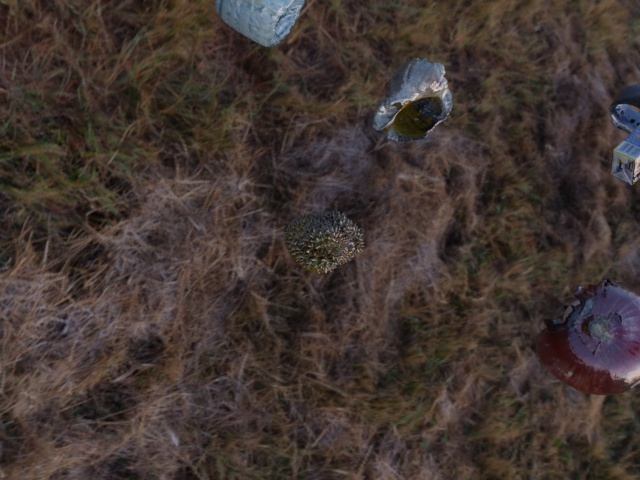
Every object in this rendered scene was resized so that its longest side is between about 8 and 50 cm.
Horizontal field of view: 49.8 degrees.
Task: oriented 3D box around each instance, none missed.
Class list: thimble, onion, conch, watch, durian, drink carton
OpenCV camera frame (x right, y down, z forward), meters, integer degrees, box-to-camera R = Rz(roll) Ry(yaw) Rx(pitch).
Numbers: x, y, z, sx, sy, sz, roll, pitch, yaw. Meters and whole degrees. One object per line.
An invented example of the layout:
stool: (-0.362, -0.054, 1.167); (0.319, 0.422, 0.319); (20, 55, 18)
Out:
thimble: (-0.138, -0.586, 1.652); (0.171, 0.205, 0.250); (31, 20, -2)
onion: (0.806, 0.280, 1.972); (0.341, 0.341, 0.342); (14, 64, -30)
conch: (0.233, -0.350, 1.748); (0.245, 0.163, 0.178); (-44, 87, -9)
watch: (0.718, -0.253, 1.455); (0.206, 0.193, 0.068); (34, 91, 7)
durian: (0.000, 0.000, 1.454); (0.158, 0.168, 0.137); (-4, 104, -68)
drink carton: (0.623, -0.185, 1.302); (0.165, 0.071, 0.056); (-40, 53, -14)
